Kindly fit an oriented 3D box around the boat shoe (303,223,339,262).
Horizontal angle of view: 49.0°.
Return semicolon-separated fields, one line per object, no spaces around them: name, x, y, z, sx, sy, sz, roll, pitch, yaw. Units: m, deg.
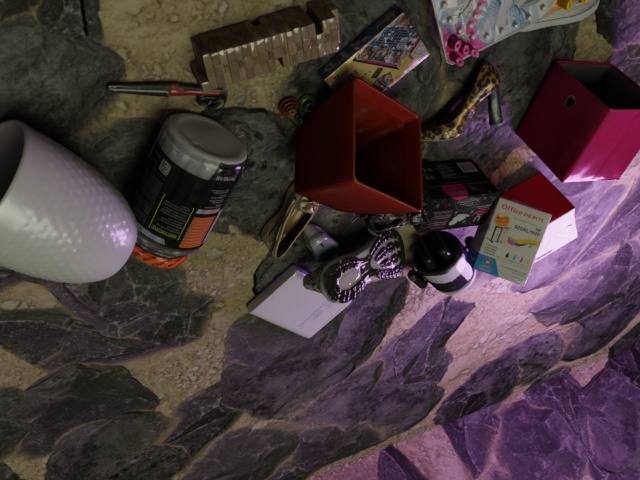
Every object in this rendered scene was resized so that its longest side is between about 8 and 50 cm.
boat shoe;0.000;0.000;2.078;0.083;0.075;0.226;-33;163;-4

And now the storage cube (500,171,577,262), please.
storage cube;0.725;-0.074;2.366;0.215;0.193;0.183;-32;141;0

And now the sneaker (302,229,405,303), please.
sneaker;0.103;0.066;2.182;0.410;0.182;0.158;-21;107;-42

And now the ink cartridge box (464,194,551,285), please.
ink cartridge box;0.576;-0.008;2.163;0.171;0.168;0.232;19;99;2

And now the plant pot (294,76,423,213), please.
plant pot;0.080;-0.204;1.746;0.236;0.267;0.267;-14;156;40

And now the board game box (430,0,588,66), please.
board game box;0.430;-0.645;1.609;0.390;0.050;0.390;-27;130;-4

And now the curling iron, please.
curling iron;-0.330;-0.320;1.550;0.274;0.035;0.068;-1;132;-33

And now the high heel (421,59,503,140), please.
high heel;0.366;-0.379;1.922;0.261;0.093;0.186;-15;118;0

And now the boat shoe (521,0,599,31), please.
boat shoe;0.605;-0.606;1.791;0.258;0.095;0.084;-22;145;-13

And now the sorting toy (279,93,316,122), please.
sorting toy;-0.051;-0.321;1.722;0.102;0.042;0.061;-12;138;-22

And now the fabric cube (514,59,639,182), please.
fabric cube;0.783;-0.349;2.059;0.259;0.254;0.258;-5;137;-29

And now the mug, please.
mug;-0.605;-0.045;1.509;0.374;0.276;0.328;-12;149;34

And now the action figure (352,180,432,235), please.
action figure;0.201;-0.098;2.003;0.141;0.276;0.164;-30;107;-34

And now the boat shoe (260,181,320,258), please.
boat shoe;-0.058;-0.074;1.947;0.105;0.089;0.285;11;125;-39

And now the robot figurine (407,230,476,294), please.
robot figurine;0.414;0.072;2.347;0.278;0.209;0.173;41;60;-49

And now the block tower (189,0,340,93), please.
block tower;-0.117;-0.428;1.526;0.335;0.091;0.097;-22;140;-12

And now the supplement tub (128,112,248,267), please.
supplement tub;-0.326;-0.110;1.644;0.207;0.207;0.338;8;128;-38

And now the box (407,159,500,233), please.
box;0.375;-0.134;2.101;0.247;0.163;0.142;-7;138;-28

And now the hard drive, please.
hard drive;-0.063;0.204;2.284;0.210;0.040;0.319;-42;140;13

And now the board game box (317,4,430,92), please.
board game box;0.133;-0.435;1.716;0.243;0.042;0.165;-38;141;10
